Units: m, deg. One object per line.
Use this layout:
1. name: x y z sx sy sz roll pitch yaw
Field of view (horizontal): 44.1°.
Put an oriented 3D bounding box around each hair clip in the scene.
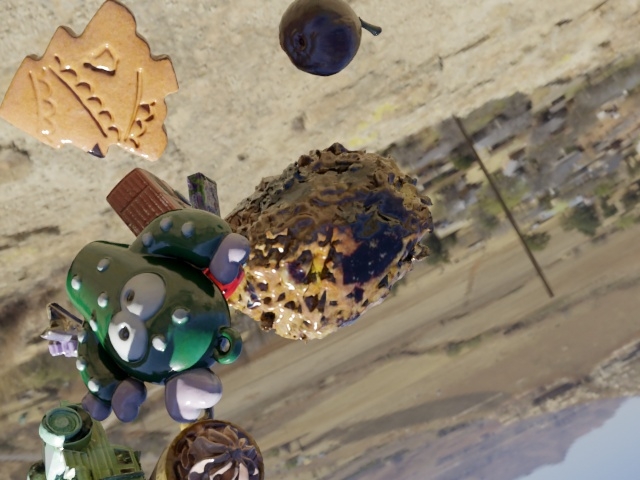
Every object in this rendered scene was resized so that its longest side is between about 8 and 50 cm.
1. hair clip: -0.415 0.184 1.458 0.106 0.085 0.292 -12 158 23

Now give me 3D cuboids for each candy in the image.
1. candy: -0.284 -0.018 1.996 0.061 0.313 0.088 -16 160 16

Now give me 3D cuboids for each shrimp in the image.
1. shrimp: -0.260 0.359 1.658 0.095 0.045 0.163 -29 121 -33

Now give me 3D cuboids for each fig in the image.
1. fig: 0.016 -0.230 0.861 0.125 0.089 0.089 -32 170 -44

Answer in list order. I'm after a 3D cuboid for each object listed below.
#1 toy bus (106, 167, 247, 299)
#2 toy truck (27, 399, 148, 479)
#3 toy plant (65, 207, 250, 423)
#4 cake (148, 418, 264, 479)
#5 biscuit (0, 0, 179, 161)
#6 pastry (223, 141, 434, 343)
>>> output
1. toy bus: -0.178 -0.003 0.979 0.081 0.195 0.089 -45 153 -1
2. toy truck: -0.244 0.311 0.898 0.135 0.260 0.128 -3 130 -36
3. toy plant: -0.180 0.082 0.870 0.243 0.233 0.112 -6 168 28
4. cake: -0.198 0.415 1.428 0.207 0.185 0.178 0 149 -20
5. biscuit: -0.396 -0.249 1.345 0.306 0.043 0.284 -15 116 -3
6. pastry: -0.010 0.010 1.342 0.405 0.293 0.337 -26 -162 14
